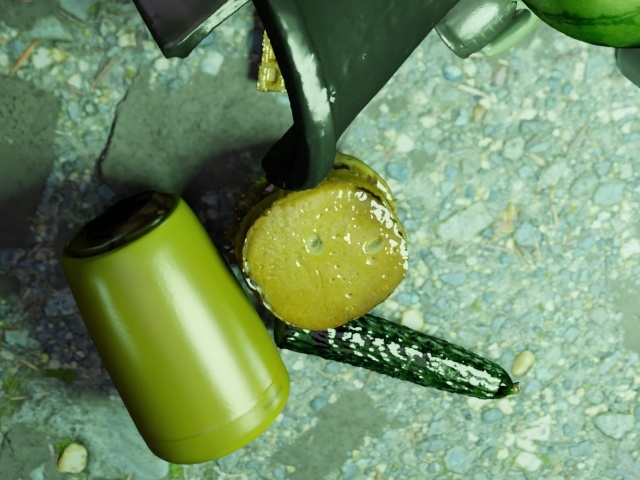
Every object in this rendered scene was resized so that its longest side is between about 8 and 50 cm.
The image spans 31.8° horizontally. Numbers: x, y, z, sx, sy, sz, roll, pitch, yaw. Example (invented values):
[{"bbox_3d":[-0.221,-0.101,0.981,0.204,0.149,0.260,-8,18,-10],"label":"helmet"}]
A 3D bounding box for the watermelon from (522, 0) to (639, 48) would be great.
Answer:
[{"bbox_3d":[0.271,-0.287,0.971,0.242,0.242,0.242,-1,118,-1],"label":"watermelon"}]

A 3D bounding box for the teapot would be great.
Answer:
[{"bbox_3d":[0.156,-0.233,1.083,0.090,0.124,0.092,-29,83,25],"label":"teapot"}]

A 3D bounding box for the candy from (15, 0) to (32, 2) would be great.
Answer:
[{"bbox_3d":[-0.287,-0.279,1.069,0.103,0.043,0.103,0,114,-1],"label":"candy"}]

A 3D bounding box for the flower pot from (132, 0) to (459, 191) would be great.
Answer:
[{"bbox_3d":[-0.016,-0.265,0.931,0.251,0.379,0.379,-31,117,-13],"label":"flower pot"}]

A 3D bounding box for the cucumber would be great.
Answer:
[{"bbox_3d":[0.090,0.127,1.280,0.293,0.067,0.068,16,116,-11],"label":"cucumber"}]

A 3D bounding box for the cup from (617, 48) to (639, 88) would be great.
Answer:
[{"bbox_3d":[0.360,-0.170,1.106,0.104,0.116,0.074,-2,120,-8],"label":"cup"}]

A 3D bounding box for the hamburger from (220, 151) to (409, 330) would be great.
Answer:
[{"bbox_3d":[-0.008,-0.003,1.178,0.190,0.118,0.182,-9,115,-3],"label":"hamburger"}]

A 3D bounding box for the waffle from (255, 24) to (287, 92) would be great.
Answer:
[{"bbox_3d":[-0.016,-0.210,1.123,0.092,0.021,0.135,4,118,-3],"label":"waffle"}]

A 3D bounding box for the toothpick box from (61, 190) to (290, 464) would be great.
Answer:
[{"bbox_3d":[-0.159,0.085,1.194,0.174,0.175,0.271,-21,112,10],"label":"toothpick box"}]
